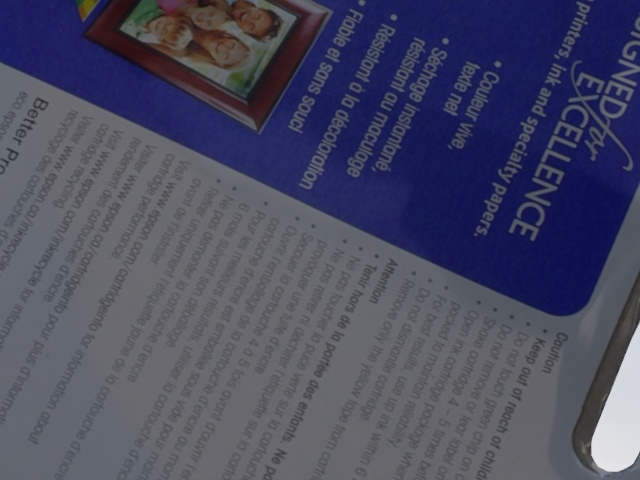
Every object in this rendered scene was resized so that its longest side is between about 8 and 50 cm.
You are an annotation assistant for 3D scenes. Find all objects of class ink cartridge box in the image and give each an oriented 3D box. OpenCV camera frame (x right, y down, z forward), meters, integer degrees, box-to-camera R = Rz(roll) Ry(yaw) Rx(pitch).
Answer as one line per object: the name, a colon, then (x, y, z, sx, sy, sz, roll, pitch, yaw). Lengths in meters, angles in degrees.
ink cartridge box: (0.000, 0.000, 0.497, 0.307, 0.304, 0.072, 25, -19, 5)
